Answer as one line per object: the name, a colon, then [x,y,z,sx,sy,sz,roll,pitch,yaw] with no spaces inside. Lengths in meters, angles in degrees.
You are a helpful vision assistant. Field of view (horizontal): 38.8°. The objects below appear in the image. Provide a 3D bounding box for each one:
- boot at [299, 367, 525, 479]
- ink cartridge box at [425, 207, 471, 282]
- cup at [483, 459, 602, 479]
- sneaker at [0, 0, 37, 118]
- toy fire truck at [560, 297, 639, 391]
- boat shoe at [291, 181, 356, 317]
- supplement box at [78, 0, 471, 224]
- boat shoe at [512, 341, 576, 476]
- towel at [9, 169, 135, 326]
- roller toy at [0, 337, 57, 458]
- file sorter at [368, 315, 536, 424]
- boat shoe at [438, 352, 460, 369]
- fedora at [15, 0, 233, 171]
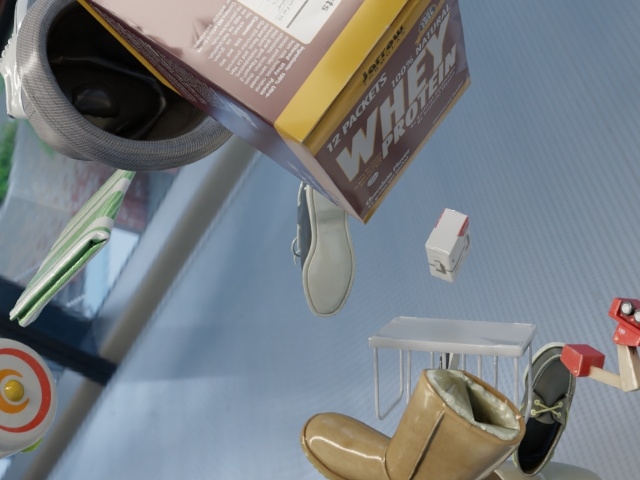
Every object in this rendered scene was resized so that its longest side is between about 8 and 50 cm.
boot: [0.103,0.233,1.124,0.089,0.236,0.269,-52,-13,-39]
ink cartridge box: [0.267,0.012,1.882,0.056,0.135,0.099,21,69,22]
cup: [0.521,0.627,2.028,0.331,0.237,0.331,165,90,-77]
sneaker: [-0.599,-0.367,1.815,0.094,0.091,0.258,22,-115,-74]
toy fire truck: [0.414,0.151,1.207,0.192,0.047,0.135,41,121,55]
boat shoe: [0.000,0.000,1.519,0.079,0.095,0.254,-147,49,-69]
supplement box: [-0.025,-0.133,0.576,0.129,0.194,0.191,-53,-17,-2]
boat shoe: [0.459,0.350,1.862,0.091,0.109,0.305,-79,-1,-61]
towel: [-0.392,-0.016,1.523,0.248,0.038,0.325,-43,18,22]
roller toy: [-0.547,0.267,1.511,0.146,0.209,0.191,-26,77,33]
file sorter: [0.251,0.251,1.703,0.278,0.193,0.173,2,97,20]
boat shoe: [0.269,0.280,1.939,0.038,0.046,0.125,-14,46,33]
fedora: [-0.231,-0.178,1.049,0.124,0.275,0.243,-28,92,47]
